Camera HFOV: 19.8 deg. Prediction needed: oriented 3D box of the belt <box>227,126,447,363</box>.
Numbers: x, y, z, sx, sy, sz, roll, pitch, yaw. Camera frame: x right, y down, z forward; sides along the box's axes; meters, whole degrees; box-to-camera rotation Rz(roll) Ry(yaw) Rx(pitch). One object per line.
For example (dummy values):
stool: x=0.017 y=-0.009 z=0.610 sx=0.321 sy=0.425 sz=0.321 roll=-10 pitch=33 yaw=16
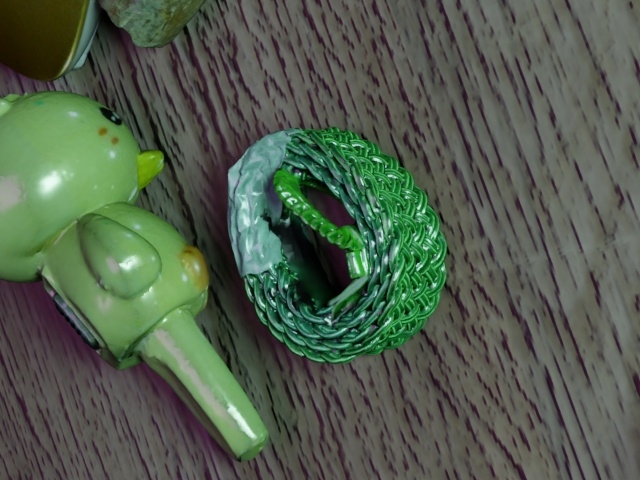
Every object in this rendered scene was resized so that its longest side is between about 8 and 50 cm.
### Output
belt: x=0.000 y=0.000 z=1.091 sx=0.121 sy=0.079 sz=0.151 roll=-40 pitch=70 yaw=33

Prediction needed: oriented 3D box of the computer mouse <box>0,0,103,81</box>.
computer mouse: x=-0.172 y=-0.259 z=1.209 sx=0.158 sy=0.072 sz=0.310 roll=34 pitch=112 yaw=28

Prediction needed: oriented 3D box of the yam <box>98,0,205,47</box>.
yam: x=-0.047 y=-0.220 z=1.122 sx=0.253 sy=0.061 sz=0.061 roll=-46 pitch=67 yaw=30

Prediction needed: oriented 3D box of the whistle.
whistle: x=-0.124 y=0.007 z=1.179 sx=0.294 sy=0.141 sz=0.141 roll=37 pitch=116 yaw=8
